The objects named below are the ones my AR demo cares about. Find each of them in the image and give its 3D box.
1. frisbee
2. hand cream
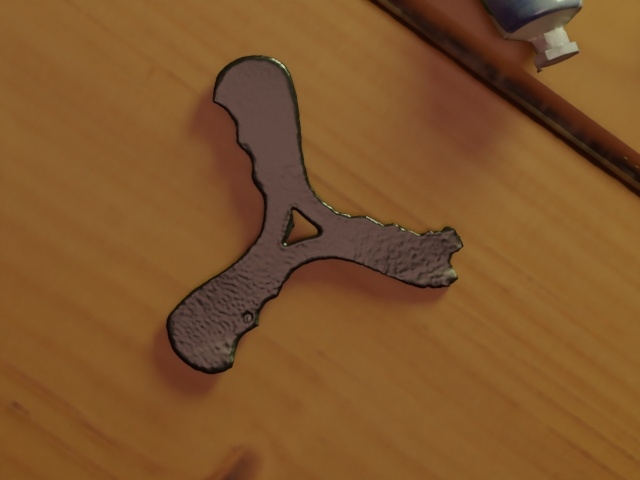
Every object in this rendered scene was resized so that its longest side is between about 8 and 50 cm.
[{"bbox_3d":[0.000,0.000,1.065,0.187,0.012,0.211,16,97,-4],"label":"frisbee"},{"bbox_3d":[0.124,-0.177,1.028,0.084,0.053,0.142,-21,88,3],"label":"hand cream"}]
